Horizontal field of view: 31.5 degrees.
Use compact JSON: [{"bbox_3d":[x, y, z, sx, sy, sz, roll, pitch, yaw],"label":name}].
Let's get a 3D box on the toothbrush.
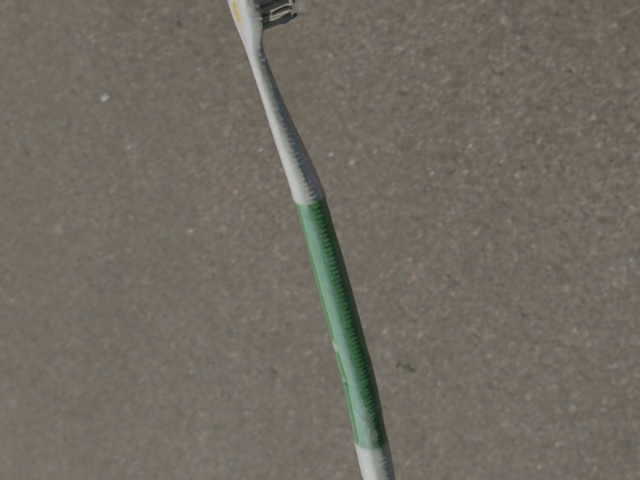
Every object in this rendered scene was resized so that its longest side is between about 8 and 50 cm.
[{"bbox_3d":[0.000,0.000,0.458,0.018,0.024,0.257,29,139,55],"label":"toothbrush"}]
